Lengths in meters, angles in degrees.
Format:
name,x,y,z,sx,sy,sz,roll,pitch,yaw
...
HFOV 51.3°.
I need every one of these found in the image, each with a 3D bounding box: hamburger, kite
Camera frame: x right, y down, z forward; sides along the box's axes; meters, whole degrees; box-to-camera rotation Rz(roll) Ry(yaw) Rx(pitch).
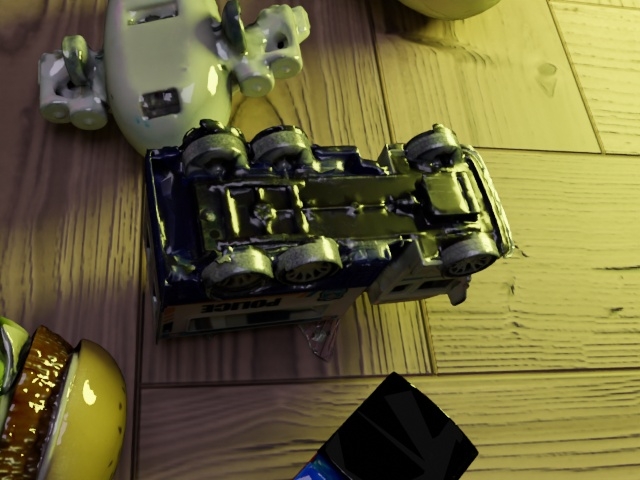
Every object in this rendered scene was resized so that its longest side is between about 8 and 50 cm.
name,x,y,z,sx,sy,sz,roll,pitch,yaw
hamburger,-0.196,0.124,0.421,0.137,0.175,0.175,16,58,-19
kite,-0.031,0.049,0.585,0.156,0.011,0.139,-25,67,-24

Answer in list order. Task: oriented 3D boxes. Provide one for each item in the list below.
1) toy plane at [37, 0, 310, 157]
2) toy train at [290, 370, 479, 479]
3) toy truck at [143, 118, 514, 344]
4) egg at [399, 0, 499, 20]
name,x,y,z,sx,sy,sz,roll,pitch,yaw
toy plane,-0.141,-0.182,0.625,0.267,0.122,0.267,-3,63,7
toy train,0.001,0.191,0.438,0.083,0.131,0.204,43,61,12
toy truck,0.000,0.000,0.529,0.268,0.155,0.124,-3,62,-20
egg,0.149,-0.344,0.765,0.206,0.162,0.271,-31,32,6
